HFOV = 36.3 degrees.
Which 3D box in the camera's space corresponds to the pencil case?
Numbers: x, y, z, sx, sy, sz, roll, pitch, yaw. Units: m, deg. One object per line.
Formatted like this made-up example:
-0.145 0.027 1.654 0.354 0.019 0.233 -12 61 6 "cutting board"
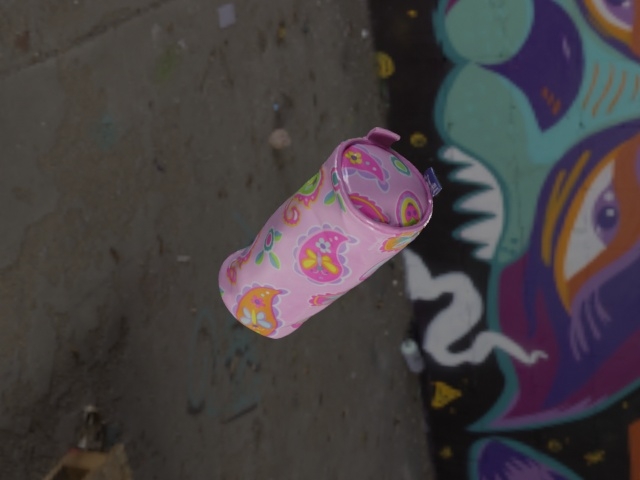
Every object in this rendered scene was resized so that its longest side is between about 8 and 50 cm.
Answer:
0.000 0.000 1.039 0.124 0.284 0.124 17 54 -25 "pencil case"
